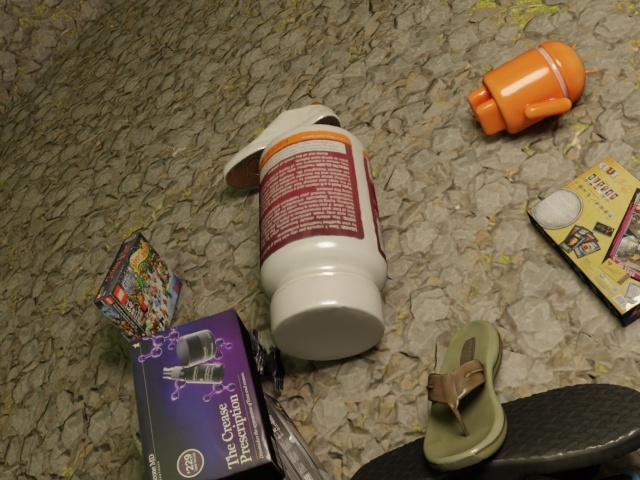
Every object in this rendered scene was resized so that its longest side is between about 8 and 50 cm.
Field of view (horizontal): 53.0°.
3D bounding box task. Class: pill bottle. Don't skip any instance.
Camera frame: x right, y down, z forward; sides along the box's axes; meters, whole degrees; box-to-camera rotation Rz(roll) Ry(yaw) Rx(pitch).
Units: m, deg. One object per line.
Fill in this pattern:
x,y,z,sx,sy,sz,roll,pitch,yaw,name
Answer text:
0.000,0.000,1.161,0.224,0.224,0.392,-20,50,19,pill bottle

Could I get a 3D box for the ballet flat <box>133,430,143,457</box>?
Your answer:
-0.232,0.375,1.063,0.241,0.091,0.077,4,80,37,ballet flat

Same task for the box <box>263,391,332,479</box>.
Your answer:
-0.094,0.394,1.054,0.183,0.056,0.231,-45,47,-1,box

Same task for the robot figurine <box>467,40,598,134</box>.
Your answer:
0.388,-0.280,1.183,0.219,0.128,0.158,-28,5,12,robot figurine

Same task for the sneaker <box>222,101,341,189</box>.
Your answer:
-0.097,-0.219,1.468,0.290,0.106,0.123,-29,43,-3,sneaker

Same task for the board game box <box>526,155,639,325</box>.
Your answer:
0.462,-0.007,1.000,0.165,0.042,0.243,-34,47,7,board game box

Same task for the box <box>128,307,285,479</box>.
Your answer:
-0.181,0.261,0.997,0.184,0.103,0.261,-19,55,-2,box

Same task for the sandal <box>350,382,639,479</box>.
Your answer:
0.238,0.309,0.869,0.446,0.107,0.167,-29,7,28,sandal

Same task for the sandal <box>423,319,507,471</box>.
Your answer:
0.192,0.204,0.910,0.120,0.086,0.303,-29,18,26,sandal

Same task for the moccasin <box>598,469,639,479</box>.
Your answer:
0.356,0.437,0.711,0.117,0.138,0.342,-30,28,33,moccasin

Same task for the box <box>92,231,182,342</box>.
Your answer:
-0.363,0.106,1.307,0.044,0.159,0.233,-25,28,14,box

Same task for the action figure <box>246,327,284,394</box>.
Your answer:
-0.216,0.245,1.170,0.275,0.164,0.141,-11,48,19,action figure
